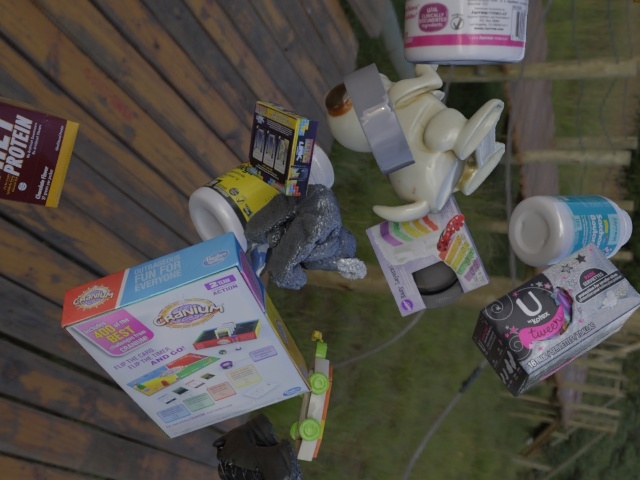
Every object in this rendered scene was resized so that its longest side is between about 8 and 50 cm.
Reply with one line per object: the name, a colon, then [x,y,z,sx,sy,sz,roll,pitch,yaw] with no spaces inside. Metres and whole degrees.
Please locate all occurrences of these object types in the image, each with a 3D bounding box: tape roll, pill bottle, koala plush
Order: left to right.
pill bottle: [-0.133,-0.108,1.685,0.334,0.188,0.187,-35,128,-31]
koala plush: [0.000,0.000,1.455,0.203,0.196,0.221,-45,139,14]
tape roll: [0.120,-0.246,1.430,0.219,0.072,0.219,-22,90,-80]
pill bottle: [0.192,-0.376,0.912,0.160,0.161,0.282,-19,113,-59]
pill bottle: [0.533,-0.024,1.468,0.264,0.146,0.146,-4,101,-32]

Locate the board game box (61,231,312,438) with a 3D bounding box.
board game box: [-0.174,0.149,0.998,0.064,0.242,0.316,-106,175,-45]

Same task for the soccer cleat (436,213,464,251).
soccer cleat: [0.247,-0.016,1.342,0.083,0.029,0.035,-62,-171,13]

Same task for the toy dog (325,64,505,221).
toy dog: [0.201,-0.259,1.749,0.395,0.408,0.284,-52,154,1]

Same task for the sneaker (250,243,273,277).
sneaker: [-0.172,-0.004,1.887,0.081,0.080,0.211,8,74,-23]

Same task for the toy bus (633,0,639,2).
toy bus: [0.600,-0.434,1.146,0.202,0.191,0.104,-42,175,16]

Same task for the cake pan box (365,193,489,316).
cake pan box: [0.280,0.043,1.829,0.266,0.246,0.070,68,17,4]

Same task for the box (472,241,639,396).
box: [0.415,0.141,1.255,0.247,0.142,0.163,-30,154,-9]

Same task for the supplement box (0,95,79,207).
supplement box: [-0.487,-0.144,0.989,0.194,0.191,0.129,10,100,-49]

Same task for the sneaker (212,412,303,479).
sneaker: [-0.115,0.410,1.268,0.130,0.286,0.109,-18,98,-20]

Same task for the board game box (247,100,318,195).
board game box: [-0.074,-0.173,1.299,0.048,0.170,0.141,0,111,-32]

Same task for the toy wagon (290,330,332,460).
toy wagon: [-0.019,0.417,1.899,0.267,0.068,0.344,116,-14,-72]
